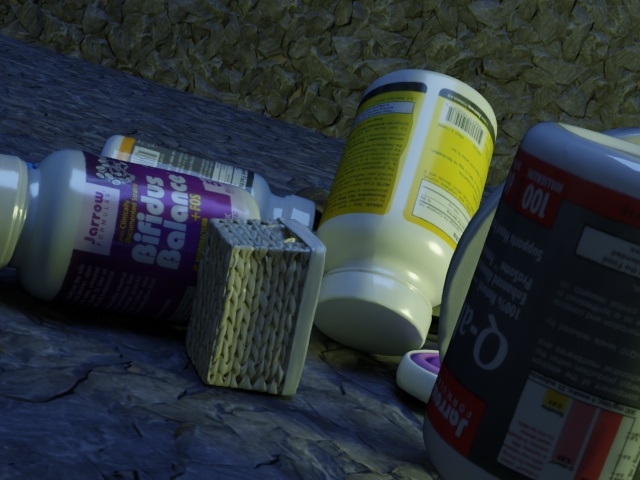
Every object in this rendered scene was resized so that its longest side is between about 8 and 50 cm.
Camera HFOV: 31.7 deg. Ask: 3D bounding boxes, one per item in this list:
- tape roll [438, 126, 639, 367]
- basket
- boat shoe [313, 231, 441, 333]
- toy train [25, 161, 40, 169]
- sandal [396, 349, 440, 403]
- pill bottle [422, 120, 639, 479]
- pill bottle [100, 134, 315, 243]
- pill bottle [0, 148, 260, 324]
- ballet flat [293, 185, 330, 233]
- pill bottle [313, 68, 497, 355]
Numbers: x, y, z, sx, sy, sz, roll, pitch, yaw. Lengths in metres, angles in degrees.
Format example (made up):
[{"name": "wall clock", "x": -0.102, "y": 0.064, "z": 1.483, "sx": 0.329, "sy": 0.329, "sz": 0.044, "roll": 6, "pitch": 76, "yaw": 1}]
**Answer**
[{"name": "tape roll", "x": 0.306, "y": 0.086, "z": 1.062, "sx": 0.392, "sy": 0.392, "sz": 0.072, "roll": 18, "pitch": 12, "yaw": 3}, {"name": "basket", "x": -0.071, "y": 0.064, "z": 1.173, "sx": 0.103, "sy": 0.167, "sz": 0.113, "roll": 7, "pitch": 15, "yaw": -22}, {"name": "boat shoe", "x": 0.133, "y": 0.070, "z": 1.535, "sx": 0.340, "sy": 0.127, "sz": 0.113, "roll": 16, "pitch": 33, "yaw": -16}, {"name": "toy train", "x": -0.379, "y": -0.051, "z": 1.426, "sx": 0.184, "sy": 0.080, "sz": 0.105, "roll": 17, "pitch": 28, "yaw": 40}, {"name": "sandal", "x": 0.260, "y": 0.151, "z": 1.380, "sx": 0.169, "sy": 0.102, "sz": 0.416, "roll": 27, "pitch": 15, "yaw": 36}, {"name": "pill bottle", "x": 0.201, "y": 0.107, "z": 0.879, "sx": 0.210, "sy": 0.363, "sz": 0.210, "roll": 17, "pitch": 12, "yaw": -4}, {"name": "pill bottle", "x": -0.157, "y": -0.025, "z": 1.449, "sx": 0.278, "sy": 0.162, "sz": 0.162, "roll": 16, "pitch": 12, "yaw": -8}, {"name": "pill bottle", "x": -0.232, "y": -0.006, "z": 1.243, "sx": 0.301, "sy": 0.169, "sz": 0.169, "roll": 11, "pitch": 14, "yaw": -24}, {"name": "ballet flat", "x": 0.000, "y": 0.000, "z": 1.724, "sx": 0.124, "sy": 0.116, "sz": 0.342, "roll": -10, "pitch": 26, "yaw": -26}, {"name": "pill bottle", "x": 0.100, "y": -0.034, "z": 1.416, "sx": 0.188, "sy": 0.334, "sz": 0.188, "roll": 14, "pitch": -30, "yaw": 8}]
